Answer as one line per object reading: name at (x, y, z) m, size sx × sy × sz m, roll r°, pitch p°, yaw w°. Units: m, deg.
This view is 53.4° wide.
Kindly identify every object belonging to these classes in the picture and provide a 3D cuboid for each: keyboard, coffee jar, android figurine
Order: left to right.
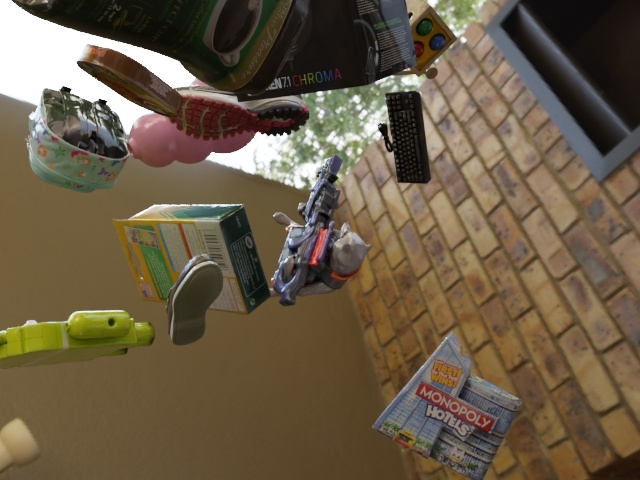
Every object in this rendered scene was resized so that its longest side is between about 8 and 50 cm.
android figurine at (-0.418, 0.163, 1.030) m, size 0.272 × 0.248 × 0.056 m, roll 6°, pitch -111°, yaw -46°
coffee jar at (-0.084, -0.151, 0.375) m, size 0.079 × 0.096 × 0.184 m, roll 37°, pitch -166°, yaw 27°
keyboard at (0.157, -0.199, 1.239) m, size 0.023 × 0.108 × 0.180 m, roll -27°, pitch -65°, yaw -39°

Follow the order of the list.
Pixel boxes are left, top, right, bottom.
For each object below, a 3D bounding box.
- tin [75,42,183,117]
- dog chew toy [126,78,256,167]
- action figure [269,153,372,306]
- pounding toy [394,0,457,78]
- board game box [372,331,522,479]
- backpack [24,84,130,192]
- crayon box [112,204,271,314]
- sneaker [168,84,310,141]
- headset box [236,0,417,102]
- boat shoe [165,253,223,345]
tin at (-0.286, -0.242, 0.974) m, size 0.106 × 0.040 × 0.189 m, roll 23°, pitch 176°, yaw 24°
dog chew toy at (-0.311, -0.282, 1.544) m, size 0.331 × 0.207 × 0.207 m, roll -29°, pitch -109°, yaw -27°
action figure at (0.000, 0.000, 1.384) m, size 0.178 × 0.330 × 0.342 m, roll 29°, pitch -103°, yaw -28°
pounding toy at (0.234, -0.445, 1.526) m, size 0.206 × 0.181 × 0.094 m, roll 31°, pitch -158°, yaw -42°
board game box at (0.212, 0.258, 1.021) m, size 0.194 × 0.194 × 0.060 m, roll 26°, pitch -170°, yaw 16°
backpack at (-0.581, -0.226, 1.522) m, size 0.225 × 0.191 × 0.254 m, roll 17°, pitch -155°, yaw -39°
crayon box at (-0.270, 0.033, 1.318) m, size 0.083 × 0.322 × 0.203 m, roll -39°, pitch -58°, yaw -47°
sneaker at (-0.172, -0.274, 1.279) m, size 0.299 × 0.121 × 0.112 m, roll -5°, pitch -116°, yaw -34°
headset box at (-0.025, -0.352, 0.869) m, size 0.131 × 0.246 × 0.283 m, roll -33°, pitch -62°, yaw -44°
boat shoe at (-0.225, 0.093, 1.091) m, size 0.081 × 0.228 × 0.069 m, roll -5°, pitch -128°, yaw -29°
